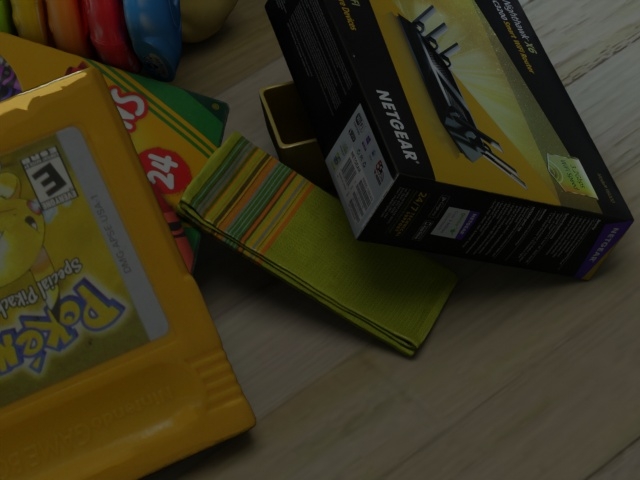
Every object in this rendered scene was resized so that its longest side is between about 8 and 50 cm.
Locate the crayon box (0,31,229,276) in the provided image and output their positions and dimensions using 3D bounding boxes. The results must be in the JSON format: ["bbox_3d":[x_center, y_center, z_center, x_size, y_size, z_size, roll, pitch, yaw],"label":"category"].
[{"bbox_3d":[-0.252,-0.069,1.642,0.318,0.081,0.202,16,53,-10],"label":"crayon box"}]

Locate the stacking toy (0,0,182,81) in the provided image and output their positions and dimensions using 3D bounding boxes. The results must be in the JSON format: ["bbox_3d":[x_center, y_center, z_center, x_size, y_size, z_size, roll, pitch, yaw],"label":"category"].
[{"bbox_3d":[-0.281,-0.221,1.727,0.302,0.175,0.166,-5,77,4],"label":"stacking toy"}]

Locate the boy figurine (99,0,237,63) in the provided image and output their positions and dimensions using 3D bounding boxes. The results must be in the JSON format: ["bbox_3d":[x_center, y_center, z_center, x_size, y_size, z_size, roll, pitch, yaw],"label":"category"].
[{"bbox_3d":[-0.221,-0.222,1.847,0.285,0.092,0.177,-16,68,-13],"label":"boy figurine"}]

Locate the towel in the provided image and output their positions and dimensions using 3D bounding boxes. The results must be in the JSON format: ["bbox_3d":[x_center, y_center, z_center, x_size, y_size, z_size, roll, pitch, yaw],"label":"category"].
[{"bbox_3d":[0.000,0.000,1.626,0.237,0.021,0.102,32,54,1],"label":"towel"}]

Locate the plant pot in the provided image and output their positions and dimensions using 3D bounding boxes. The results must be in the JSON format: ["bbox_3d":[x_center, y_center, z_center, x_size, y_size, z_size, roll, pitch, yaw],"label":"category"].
[{"bbox_3d":[-0.005,-0.090,1.725,0.081,0.083,0.081,-13,49,-9],"label":"plant pot"}]

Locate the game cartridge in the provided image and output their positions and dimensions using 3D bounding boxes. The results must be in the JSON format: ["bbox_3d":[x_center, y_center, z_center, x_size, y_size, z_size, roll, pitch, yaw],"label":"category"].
[{"bbox_3d":[-0.241,0.057,1.515,0.285,0.053,0.324,-23,84,-16],"label":"game cartridge"}]

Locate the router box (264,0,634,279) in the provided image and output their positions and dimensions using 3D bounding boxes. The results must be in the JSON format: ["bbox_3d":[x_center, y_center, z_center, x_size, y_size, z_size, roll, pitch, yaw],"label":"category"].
[{"bbox_3d":[0.107,-0.114,1.670,0.243,0.081,0.309,9,41,-30],"label":"router box"}]
